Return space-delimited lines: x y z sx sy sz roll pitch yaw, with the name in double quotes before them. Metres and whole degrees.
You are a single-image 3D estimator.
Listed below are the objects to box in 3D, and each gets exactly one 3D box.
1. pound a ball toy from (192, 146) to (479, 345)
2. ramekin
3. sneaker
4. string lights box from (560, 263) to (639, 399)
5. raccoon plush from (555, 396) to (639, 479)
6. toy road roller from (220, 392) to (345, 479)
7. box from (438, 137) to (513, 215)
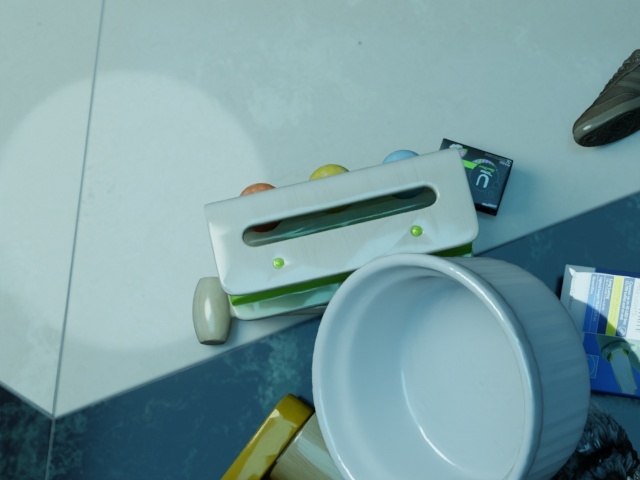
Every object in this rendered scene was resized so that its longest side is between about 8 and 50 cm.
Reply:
"pound a ball toy" 0.000 0.000 1.655 0.319 0.208 0.135 -13 74 -1
"ramekin" 0.136 0.144 1.539 0.277 0.135 0.277 7 100 42
"sneaker" 0.355 -0.172 1.714 0.188 0.066 0.071 -28 65 -4
"string lights box" 0.383 0.108 1.621 0.260 0.077 0.133 6 83 27
"raccoon plush" 0.418 0.277 1.463 0.299 0.216 0.446 -3 45 -7
"toy road roller" -0.043 0.330 1.588 0.202 0.240 0.329 36 87 8
"box" 0.167 -0.071 1.715 0.083 0.052 0.062 18 84 6
